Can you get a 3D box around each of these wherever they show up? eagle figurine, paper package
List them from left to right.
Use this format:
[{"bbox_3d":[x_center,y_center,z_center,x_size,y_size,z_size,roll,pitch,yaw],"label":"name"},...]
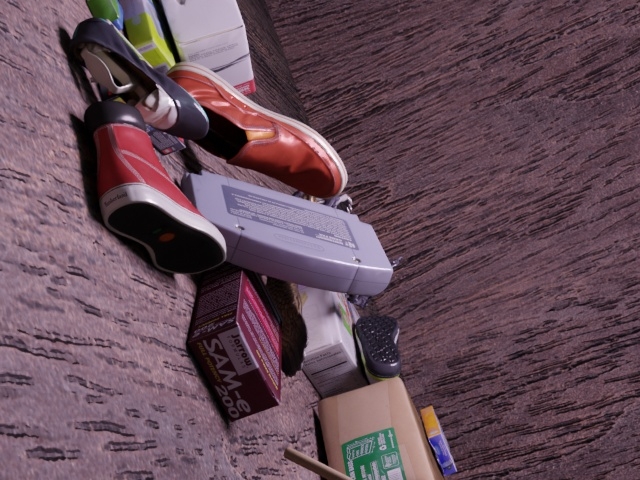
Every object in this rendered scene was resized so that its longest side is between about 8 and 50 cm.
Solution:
[{"bbox_3d":[-0.063,0.040,1.709,0.226,0.225,0.298,30,45,2],"label":"eagle figurine"},{"bbox_3d":[0.133,0.443,1.805,0.324,0.168,0.309,-103,170,-61],"label":"paper package"}]

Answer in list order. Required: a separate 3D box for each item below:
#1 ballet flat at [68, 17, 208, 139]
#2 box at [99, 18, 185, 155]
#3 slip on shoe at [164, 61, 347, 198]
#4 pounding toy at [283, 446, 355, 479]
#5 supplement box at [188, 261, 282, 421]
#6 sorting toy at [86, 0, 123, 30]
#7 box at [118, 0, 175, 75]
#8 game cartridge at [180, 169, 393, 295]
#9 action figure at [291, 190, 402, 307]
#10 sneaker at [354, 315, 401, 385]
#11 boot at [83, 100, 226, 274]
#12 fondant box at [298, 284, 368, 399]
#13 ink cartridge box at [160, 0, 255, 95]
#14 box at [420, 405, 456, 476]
[{"bbox_3d":[-0.226,-0.185,1.309,0.203,0.074,0.074,44,13,-11],"label":"ballet flat"},{"bbox_3d":[-0.249,-0.203,1.460,0.207,0.036,0.114,47,23,-70],"label":"box"},{"bbox_3d":[-0.107,-0.150,1.663,0.331,0.123,0.101,31,47,-19],"label":"slip on shoe"},{"bbox_3d":[-0.004,0.313,1.126,0.094,0.206,0.181,55,16,-62],"label":"pounding toy"},{"bbox_3d":[-0.108,0.120,1.427,0.239,0.073,0.130,-94,160,-68],"label":"supplement box"},{"bbox_3d":[-0.340,-0.449,1.462,0.196,0.047,0.347,-94,160,-66],"label":"sorting toy"},{"bbox_3d":[-0.274,-0.346,1.654,0.109,0.042,0.178,55,16,-66],"label":"box"},{"bbox_3d":[-0.051,-0.008,1.526,0.297,0.062,0.198,16,27,-19],"label":"game cartridge"},{"bbox_3d":[0.000,0.000,1.933,0.276,0.164,0.141,37,21,4],"label":"action figure"},{"bbox_3d":[0.104,0.221,2.003,0.234,0.084,0.097,-85,178,-66],"label":"sneaker"},{"bbox_3d":[-0.197,-0.068,1.292,0.244,0.088,0.176,48,20,-60],"label":"boot"},{"bbox_3d":[0.033,0.208,2.080,0.330,0.096,0.238,62,11,-46],"label":"fondant box"},{"bbox_3d":[-0.197,-0.367,1.790,0.273,0.114,0.196,85,-14,-76],"label":"ink cartridge box"},{"bbox_3d":[0.209,0.357,1.896,0.136,0.028,0.081,-104,171,-75],"label":"box"}]
